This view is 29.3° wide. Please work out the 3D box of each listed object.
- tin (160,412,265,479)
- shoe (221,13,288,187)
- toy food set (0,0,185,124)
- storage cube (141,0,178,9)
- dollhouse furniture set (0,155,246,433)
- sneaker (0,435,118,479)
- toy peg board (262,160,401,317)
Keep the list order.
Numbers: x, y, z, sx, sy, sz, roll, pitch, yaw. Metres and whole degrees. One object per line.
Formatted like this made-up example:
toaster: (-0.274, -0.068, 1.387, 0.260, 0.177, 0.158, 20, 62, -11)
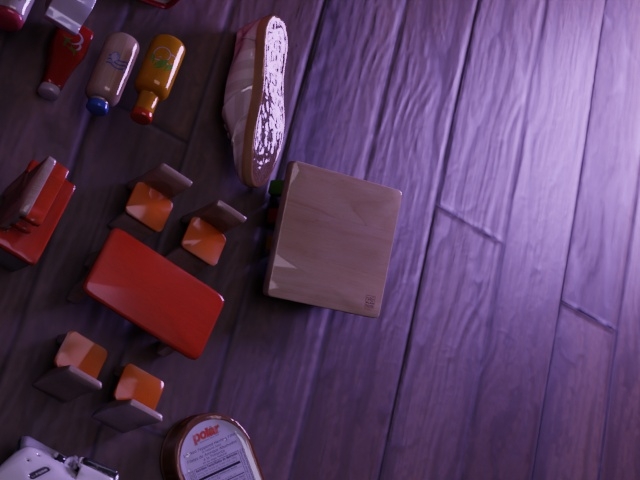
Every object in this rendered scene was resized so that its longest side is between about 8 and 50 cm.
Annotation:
tin: (-0.107, 0.281, 1.344, 0.106, 0.040, 0.190, -18, 87, -42)
shoe: (-0.082, -0.167, 1.486, 0.076, 0.058, 0.219, 34, 58, -60)
toy food set: (-0.273, -0.213, 1.321, 0.232, 0.111, 0.105, 31, 60, -28)
storage cube: (-0.206, -0.407, 1.382, 0.215, 0.183, 0.193, 16, 67, -31)
dollhouse furniture set: (-0.216, 0.029, 1.276, 0.259, 0.135, 0.262, 34, 59, -23)
sneaker: (-0.241, 0.255, 1.196, 0.330, 0.122, 0.146, 1, 63, -30)
toy peg board: (0.000, 0.000, 1.490, 0.161, 0.079, 0.161, 14, 84, -31)
